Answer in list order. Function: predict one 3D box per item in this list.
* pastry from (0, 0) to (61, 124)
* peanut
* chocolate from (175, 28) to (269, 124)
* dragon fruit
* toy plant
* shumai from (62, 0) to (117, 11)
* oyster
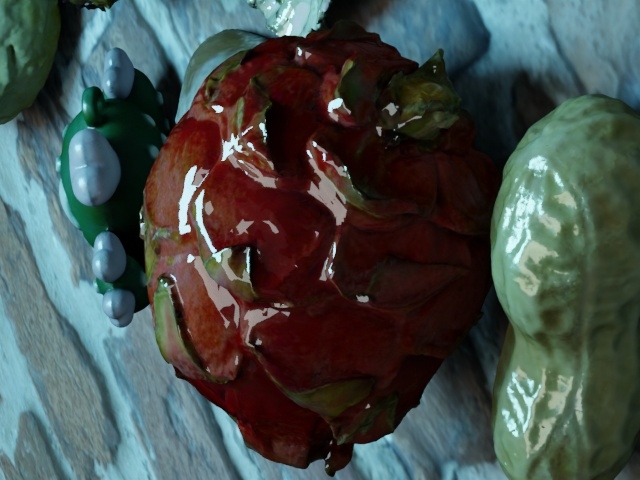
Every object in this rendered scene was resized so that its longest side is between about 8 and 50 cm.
[{"bbox_3d":[-0.401,-0.267,1.675,0.329,0.136,0.330,23,121,45],"label":"pastry"},{"bbox_3d":[0.173,0.050,1.033,0.120,0.136,0.298,22,121,44],"label":"peanut"},{"bbox_3d":[-0.071,-0.028,1.369,0.185,0.100,0.303,29,128,41],"label":"chocolate"},{"bbox_3d":[0.000,0.000,1.133,0.277,0.277,0.343,49,127,31],"label":"dragon fruit"},{"bbox_3d":[-0.186,-0.049,1.441,0.232,0.112,0.243,-77,-21,-66],"label":"toy plant"},{"bbox_3d":[-0.212,-0.339,1.350,0.185,0.183,0.218,-15,74,57],"label":"shumai"},{"bbox_3d":[-0.015,-0.233,1.241,0.133,0.072,0.209,57,161,12],"label":"oyster"}]
